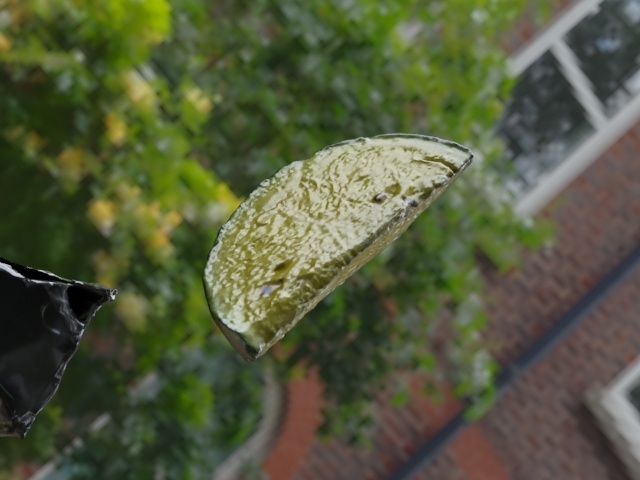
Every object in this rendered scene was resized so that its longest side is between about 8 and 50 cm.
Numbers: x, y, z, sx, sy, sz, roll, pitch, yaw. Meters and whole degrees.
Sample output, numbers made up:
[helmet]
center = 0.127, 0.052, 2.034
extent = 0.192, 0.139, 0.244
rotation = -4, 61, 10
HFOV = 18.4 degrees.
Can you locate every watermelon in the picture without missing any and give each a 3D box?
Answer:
[watermelon]
center = -0.008, -0.007, 1.096
extent = 0.075, 0.181, 0.092
rotation = 49, -25, 1

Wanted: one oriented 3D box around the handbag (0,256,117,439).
[handbag]
center = -0.375, -0.014, 1.334
extent = 0.416, 0.180, 0.316
rotation = 39, -22, -19
